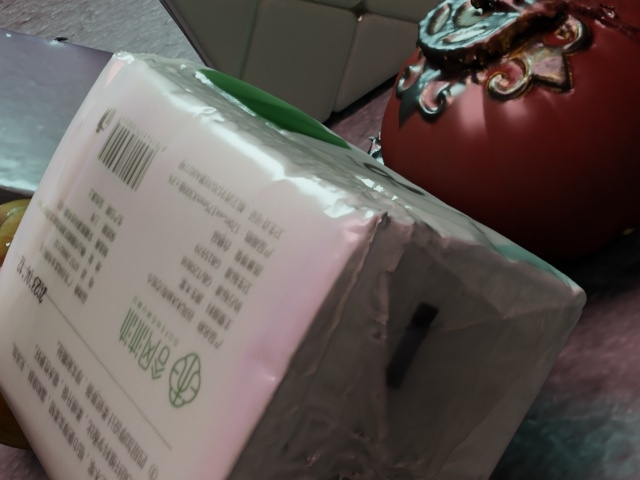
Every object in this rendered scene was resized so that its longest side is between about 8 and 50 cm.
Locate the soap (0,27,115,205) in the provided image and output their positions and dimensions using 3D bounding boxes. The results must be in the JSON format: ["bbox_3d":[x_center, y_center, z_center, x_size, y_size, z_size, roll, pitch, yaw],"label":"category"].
[{"bbox_3d":[-0.336,-0.112,1.274,0.296,0.107,0.285,13,40,0],"label":"soap"}]

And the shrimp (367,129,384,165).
[{"bbox_3d":[0.000,0.000,0.982,0.233,0.071,0.365,-16,40,39],"label":"shrimp"}]

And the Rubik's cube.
[{"bbox_3d":[-0.037,-0.336,1.245,0.322,0.319,0.316,-33,29,1],"label":"Rubik's cube"}]

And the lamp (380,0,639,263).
[{"bbox_3d":[0.147,-0.090,0.814,0.227,0.227,0.227,-25,31,16],"label":"lamp"}]

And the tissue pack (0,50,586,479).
[{"bbox_3d":[-0.053,0.054,0.738,0.356,0.194,0.266,38,102,53],"label":"tissue pack"}]

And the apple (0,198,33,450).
[{"bbox_3d":[-0.232,0.067,0.990,0.211,0.188,0.211,-27,27,15],"label":"apple"}]
